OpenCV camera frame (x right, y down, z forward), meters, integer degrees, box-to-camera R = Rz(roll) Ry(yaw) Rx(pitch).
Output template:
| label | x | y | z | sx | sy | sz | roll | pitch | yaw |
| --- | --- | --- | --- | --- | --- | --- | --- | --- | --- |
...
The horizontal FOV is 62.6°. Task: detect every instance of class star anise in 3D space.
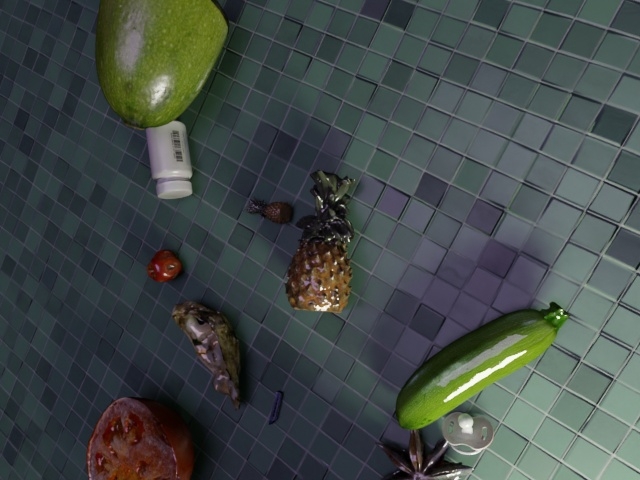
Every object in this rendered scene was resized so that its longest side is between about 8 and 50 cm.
| label | x | y | z | sx | sy | sz | roll | pitch | yaw |
| --- | --- | --- | --- | --- | --- | --- | --- | --- | --- |
| star anise | 0.201 | 0.467 | 1.072 | 0.204 | 0.061 | 0.181 | -42 | 64 | 16 |

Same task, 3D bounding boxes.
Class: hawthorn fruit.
| label | x | y | z | sx | sy | sz | roll | pitch | yaw |
| --- | --- | --- | --- | --- | --- | --- | --- | --- | --- |
| hawthorn fruit | -0.409 | 0.068 | 1.363 | 0.093 | 0.093 | 0.093 | -1 | 87 | 25 |

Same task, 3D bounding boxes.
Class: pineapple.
| label | x | y | z | sx | sy | sz | roll | pitch | yaw |
| --- | --- | --- | --- | --- | --- | --- | --- | --- | --- |
| pineapple | 0.000 | 0.000 | 1.154 | 0.170 | 0.141 | 0.310 | -3 | 79 | 50 |
| pineapple | -0.127 | -0.072 | 1.263 | 0.124 | 0.058 | 0.058 | 12 | 93 | 39 |

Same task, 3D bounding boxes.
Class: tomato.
| label | x | y | z | sx | sy | sz | roll | pitch | yaw |
| --- | --- | --- | --- | --- | --- | --- | --- | --- | --- |
| tomato | -0.434 | 0.549 | 1.327 | 0.338 | 0.143 | 0.338 | -3 | 85 | 30 |

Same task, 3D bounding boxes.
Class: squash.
| label | x | y | z | sx | sy | sz | roll | pitch | yaw |
| --- | --- | --- | --- | --- | --- | --- | --- | --- | --- |
| squash | -0.404 | -0.425 | 1.228 | 0.310 | 0.310 | 0.309 | 8 | 74 | 26 |
| squash | 0.293 | 0.238 | 1.014 | 0.395 | 0.107 | 0.107 | -39 | 72 | 19 |

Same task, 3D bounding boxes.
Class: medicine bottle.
| label | x | y | z | sx | sy | sz | roll | pitch | yaw |
| --- | --- | --- | --- | --- | --- | --- | --- | --- | --- |
| medicine bottle | -0.387 | -0.208 | 1.357 | 0.102 | 0.103 | 0.187 | -13 | 83 | 24 |

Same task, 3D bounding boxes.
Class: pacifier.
| label | x | y | z | sx | sy | sz | roll | pitch | yaw |
| --- | --- | --- | --- | --- | --- | --- | --- | --- | --- |
| pacifier | 0.285 | 0.368 | 1.025 | 0.099 | 0.078 | 0.081 | 3 | 46 | 24 |

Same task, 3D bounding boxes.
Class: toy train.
| label | x | y | z | sx | sy | sz | roll | pitch | yaw |
| --- | --- | --- | --- | --- | --- | --- | --- | --- | --- |
| toy train | -0.105 | 0.398 | 1.245 | 0.017 | 0.017 | 0.083 | 15 | 94 | 18 |

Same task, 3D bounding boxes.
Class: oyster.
| label | x | y | z | sx | sy | sz | roll | pitch | yaw |
| --- | --- | --- | --- | --- | --- | --- | --- | --- | --- |
| oyster | -0.258 | 0.273 | 1.297 | 0.166 | 0.094 | 0.294 | -26 | 87 | 41 |
